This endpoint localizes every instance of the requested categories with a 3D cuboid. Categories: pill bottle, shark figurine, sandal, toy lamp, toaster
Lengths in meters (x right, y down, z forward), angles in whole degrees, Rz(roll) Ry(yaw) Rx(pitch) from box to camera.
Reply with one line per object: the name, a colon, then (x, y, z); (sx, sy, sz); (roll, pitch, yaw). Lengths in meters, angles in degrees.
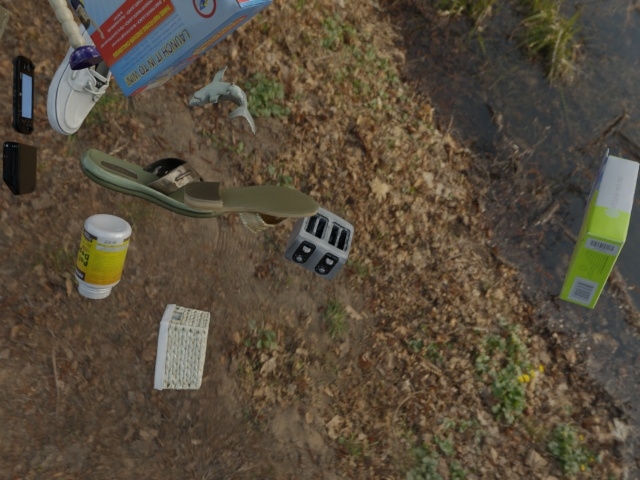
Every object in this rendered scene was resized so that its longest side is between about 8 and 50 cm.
pill bottle: (-0.584, 0.046, 1.403); (0.117, 0.215, 0.117); (18, 23, -8)
shark figurine: (-0.280, -0.450, 1.692); (0.278, 0.116, 0.166); (29, 81, 35)
sandal: (-0.129, -0.051, 0.963); (0.240, 0.079, 0.088); (6, 39, -11)
toy lamp: (-0.501, -0.463, 0.981); (0.080, 0.080, 0.274); (-30, 104, -23)
sandal: (-0.296, -0.119, 1.008); (0.303, 0.086, 0.120); (18, 19, -37)
toaster: (0.000, 0.000, 1.563); (0.168, 0.110, 0.185); (29, 45, -12)

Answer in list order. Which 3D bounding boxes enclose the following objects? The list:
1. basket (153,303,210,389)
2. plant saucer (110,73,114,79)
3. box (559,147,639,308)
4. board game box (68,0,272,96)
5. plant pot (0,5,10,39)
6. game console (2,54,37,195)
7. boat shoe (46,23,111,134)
basket: (-0.313, 0.245, 1.197); (0.103, 0.113, 0.167); (8, 104, -10)
plant saucer: (-0.675, -0.526, 1.651); (0.083, 0.013, 0.083); (3, 51, -3)
box: (0.335, -0.018, 0.627); (0.042, 0.109, 0.178); (19, 48, 23)
board game box: (-0.271, -0.427, 0.806); (0.086, 0.308, 0.302); (-45, 112, -49)
plant pot: (-0.623, -0.398, 0.927); (0.096, 0.109, 0.109); (17, 86, 10)
game console: (-0.789, -0.302, 1.390); (0.044, 0.213, 0.361); (2, 97, -18)
boat shoe: (-0.515, -0.358, 1.168); (0.088, 0.096, 0.267); (16, 80, 21)
